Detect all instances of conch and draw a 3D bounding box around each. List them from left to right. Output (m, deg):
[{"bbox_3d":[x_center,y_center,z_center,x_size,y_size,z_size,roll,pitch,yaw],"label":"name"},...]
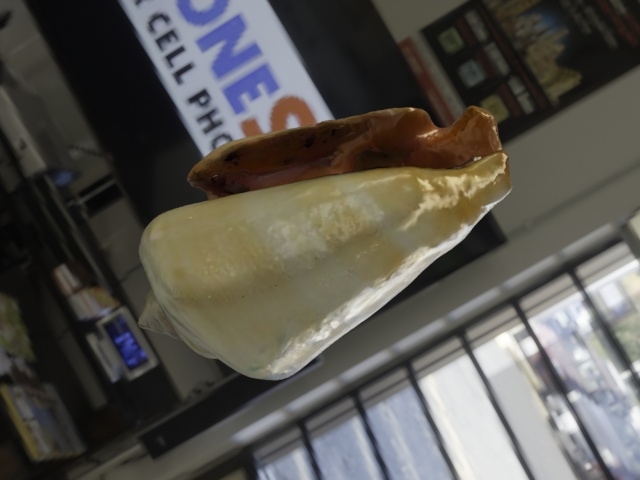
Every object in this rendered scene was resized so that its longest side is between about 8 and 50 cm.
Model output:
[{"bbox_3d":[0.002,0.009,0.771,0.158,0.255,0.127,-97,171,-49],"label":"conch"}]
